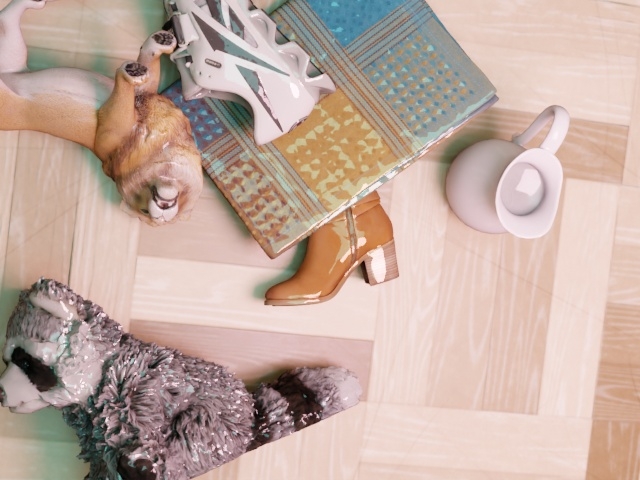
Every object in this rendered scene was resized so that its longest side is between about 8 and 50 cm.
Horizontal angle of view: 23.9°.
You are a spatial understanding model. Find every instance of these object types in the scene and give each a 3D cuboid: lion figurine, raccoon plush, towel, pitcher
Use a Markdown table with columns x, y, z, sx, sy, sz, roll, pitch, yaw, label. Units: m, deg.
| x | y | z | sx | sy | sz | roll | pitch | yaw | label |
| --- | --- | --- | --- | --- | --- | --- | --- | --- | --- |
| -0.316 | -0.168 | 1.867 | 0.392 | 0.240 | 0.142 | 23 | 46 | 1 | lion figurine |
| -0.198 | 0.153 | 1.938 | 0.446 | 0.216 | 0.299 | -18 | 84 | -41 | raccoon plush |
| 0.008 | -0.184 | 1.969 | 0.370 | 0.040 | 0.271 | -36 | 86 | -7 | towel |
| 0.251 | -0.092 | 1.974 | 0.125 | 0.207 | 0.178 | 27 | 87 | -14 | pitcher |

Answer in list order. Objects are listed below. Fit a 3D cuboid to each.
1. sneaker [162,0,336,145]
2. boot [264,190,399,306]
| x | y | z | sx | sy | sz | roll | pitch | yaw | label |
| --- | --- | --- | --- | --- | --- | --- | --- | --- | --- |
| -0.146 | -0.257 | 1.888 | 0.146 | 0.122 | 0.330 | -44 | 86 | -4 | sneaker |
| 0.000 | 0.000 | 1.994 | 0.197 | 0.073 | 0.152 | -18 | 96 | -19 | boot |
